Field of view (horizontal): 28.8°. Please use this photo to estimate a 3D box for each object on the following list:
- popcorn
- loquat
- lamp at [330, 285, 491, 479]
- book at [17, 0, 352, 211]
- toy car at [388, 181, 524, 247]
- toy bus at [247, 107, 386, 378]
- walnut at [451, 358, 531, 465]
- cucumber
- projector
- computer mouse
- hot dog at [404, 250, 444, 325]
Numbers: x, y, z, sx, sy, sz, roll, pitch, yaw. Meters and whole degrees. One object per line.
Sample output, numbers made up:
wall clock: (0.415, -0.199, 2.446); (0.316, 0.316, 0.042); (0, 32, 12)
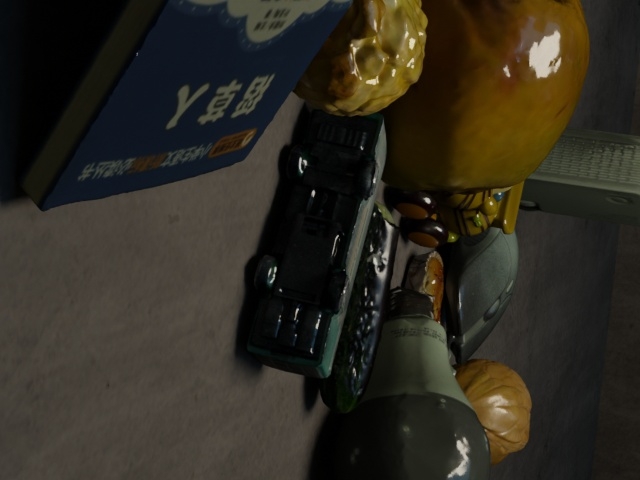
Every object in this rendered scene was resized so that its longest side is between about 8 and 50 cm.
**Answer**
popcorn: (0.021, -0.197, 1.099); (0.170, 0.180, 0.180); (7, 91, -30)
loquat: (0.154, -0.181, 1.310); (0.276, 0.276, 0.284); (-41, 138, -59)
lamp: (0.124, 0.198, 1.453); (0.182, 0.182, 0.314); (68, 36, -52)
book: (-0.018, -0.209, 0.857); (0.428, 0.039, 0.300); (-54, 168, 23)
toy car: (0.184, -0.097, 1.554); (0.248, 0.142, 0.200); (56, 46, -61)
toy bus: (0.000, 0.000, 1.212); (0.109, 0.091, 0.262); (72, 33, -68)
walnut: (0.222, 0.246, 1.766); (0.206, 0.159, 0.159); (8, 90, -68)
cucumber: (0.036, 0.067, 1.344); (0.074, 0.074, 0.241); (0, 100, -68)
projector: (0.383, -0.105, 1.899); (0.192, 0.256, 0.099); (42, 60, -64)
computer mouse: (0.223, 0.070, 1.734); (0.379, 0.090, 0.167); (-70, 157, -47)
hot dog: (0.128, 0.109, 1.610); (0.099, 0.053, 0.192); (55, 45, -58)
